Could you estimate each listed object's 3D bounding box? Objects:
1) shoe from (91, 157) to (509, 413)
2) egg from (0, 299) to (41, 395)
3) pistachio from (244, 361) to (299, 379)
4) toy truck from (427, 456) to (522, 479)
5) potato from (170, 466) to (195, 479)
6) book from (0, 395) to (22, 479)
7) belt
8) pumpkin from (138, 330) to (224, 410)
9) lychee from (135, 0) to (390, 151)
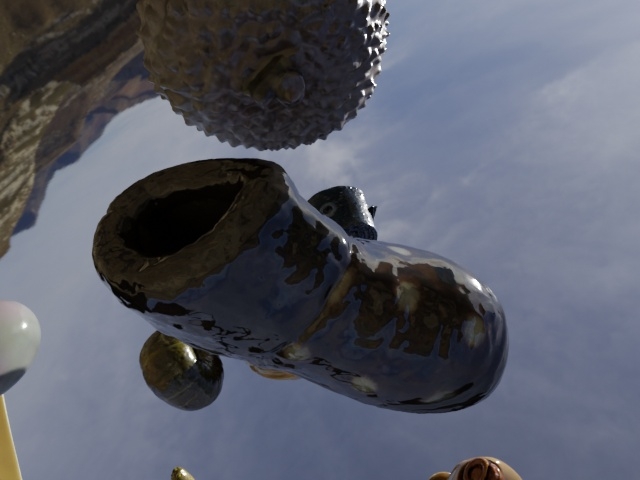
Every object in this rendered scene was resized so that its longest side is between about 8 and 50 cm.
[{"bbox_3d":[-0.020,0.035,0.419,0.384,0.237,0.171,9,-119,21],"label":"shoe"},{"bbox_3d":[-0.400,0.134,0.528,0.103,0.103,0.135,-13,-139,39],"label":"egg"},{"bbox_3d":[-0.098,0.258,1.198,0.238,0.229,0.321,-46,-162,-21],"label":"pistachio"},{"bbox_3d":[0.368,0.665,1.053,0.288,0.204,0.212,-56,-171,-30],"label":"toy truck"},{"bbox_3d":[-0.320,0.566,1.036,0.045,0.092,0.046,10,-136,43],"label":"potato"},{"bbox_3d":[-0.537,0.289,0.551,0.389,0.269,0.032,12,-82,51],"label":"book"},{"bbox_3d":[0.000,0.000,0.742,0.218,0.122,0.128,-52,-139,39],"label":"belt"},{"bbox_3d":[-0.322,0.286,1.065,0.162,0.219,0.219,-38,-151,6],"label":"pumpkin"},{"bbox_3d":[-0.089,-0.336,0.701,0.380,0.380,0.432,-29,-132,18],"label":"lychee"}]
